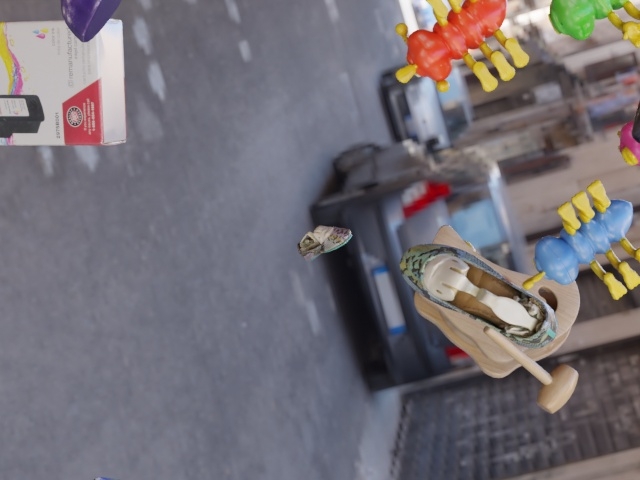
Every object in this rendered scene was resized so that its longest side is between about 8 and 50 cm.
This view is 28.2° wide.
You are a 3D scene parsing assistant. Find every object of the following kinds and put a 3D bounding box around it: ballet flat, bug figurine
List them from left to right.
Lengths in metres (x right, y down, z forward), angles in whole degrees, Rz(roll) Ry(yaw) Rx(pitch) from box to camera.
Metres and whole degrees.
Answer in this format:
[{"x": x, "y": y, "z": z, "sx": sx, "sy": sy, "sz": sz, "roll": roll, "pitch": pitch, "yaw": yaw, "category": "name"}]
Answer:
[{"x": 0.000, "y": 0.000, "z": 1.804, "sx": 0.114, "sy": 0.041, "sz": 0.041, "roll": -27, "pitch": -106, "yaw": 55, "category": "ballet flat"}, {"x": 0.168, "y": 0.054, "z": 1.364, "sx": 0.070, "sy": 0.188, "sz": 0.070, "roll": -57, "pitch": 163, "yaw": -28, "category": "ballet flat"}, {"x": 0.195, "y": -0.105, "z": 0.981, "sx": 0.279, "sy": 0.216, "sz": 0.072, "roll": 57, "pitch": -2, "yaw": -10, "category": "bug figurine"}]

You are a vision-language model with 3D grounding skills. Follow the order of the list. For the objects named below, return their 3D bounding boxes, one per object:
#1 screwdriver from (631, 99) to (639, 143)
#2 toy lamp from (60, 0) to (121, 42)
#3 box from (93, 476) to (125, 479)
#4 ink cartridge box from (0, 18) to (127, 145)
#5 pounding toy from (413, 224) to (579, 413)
[{"x": 0.264, "y": -0.138, "z": 0.954, "sx": 0.025, "sy": 0.024, "sz": 0.170, "roll": 82, "pitch": 30, "yaw": -53, "category": "screwdriver"}, {"x": -0.248, "y": -0.227, "z": 0.807, "sx": 0.274, "sy": 0.080, "sz": 0.080, "roll": 34, "pitch": 15, "yaw": -4, "category": "toy lamp"}, {"x": -0.109, "y": 0.465, "z": 1.500, "sx": 0.395, "sy": 0.212, "sz": 0.293, "roll": 17, "pitch": 23, "yaw": -46, "category": "box"}, {"x": -0.294, "y": -0.160, "z": 1.306, "sx": 0.072, "sy": 0.175, "sz": 0.127, "roll": -35, "pitch": 124, "yaw": -75, "category": "ink cartridge box"}, {"x": 0.244, "y": 0.077, "z": 1.625, "sx": 0.269, "sy": 0.154, "sz": 0.155, "roll": 42, "pitch": -14, "yaw": 17, "category": "pounding toy"}]
